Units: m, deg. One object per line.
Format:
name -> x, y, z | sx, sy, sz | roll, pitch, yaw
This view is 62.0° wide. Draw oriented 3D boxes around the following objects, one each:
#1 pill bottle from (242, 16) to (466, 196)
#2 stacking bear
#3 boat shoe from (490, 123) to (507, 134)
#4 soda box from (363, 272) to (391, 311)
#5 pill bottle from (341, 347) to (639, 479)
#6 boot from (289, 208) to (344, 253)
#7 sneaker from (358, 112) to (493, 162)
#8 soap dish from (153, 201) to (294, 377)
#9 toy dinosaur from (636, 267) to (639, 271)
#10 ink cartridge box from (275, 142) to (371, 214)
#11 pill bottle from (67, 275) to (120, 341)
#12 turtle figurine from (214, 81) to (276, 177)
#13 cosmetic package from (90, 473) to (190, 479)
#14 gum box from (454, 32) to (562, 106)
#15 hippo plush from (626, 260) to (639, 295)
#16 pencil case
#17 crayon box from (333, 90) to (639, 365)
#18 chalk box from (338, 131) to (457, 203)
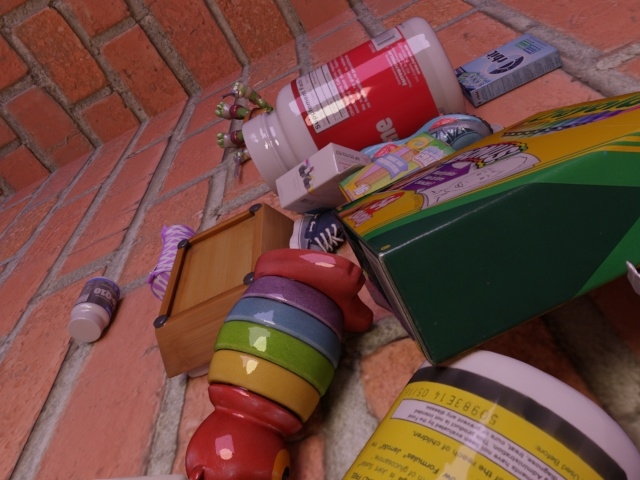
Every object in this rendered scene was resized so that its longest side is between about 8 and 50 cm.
pill bottle -> 0.060, -0.250, 1.073 | 0.408, 0.229, 0.229 | -25, 31, 12
stacking bear -> -0.061, 0.170, 0.643 | 0.164, 0.175, 0.288 | 12, 59, 20
boat shoe -> 0.324, -0.172, 0.911 | 0.125, 0.038, 0.046 | 31, 108, 63
soda box -> 0.132, 0.073, 0.698 | 0.058, 0.063, 0.183 | -40, 30, -16
pill bottle -> 0.070, 0.254, 0.365 | 0.188, 0.187, 0.334 | 9, 49, 48
boot -> 0.000, 0.000, 0.915 | 0.086, 0.069, 0.190 | -21, 28, 10
sneaker -> 0.181, -0.126, 0.940 | 0.262, 0.104, 0.125 | -20, 47, 29
soap dish -> -0.152, 0.070, 0.904 | 0.229, 0.118, 0.290 | -24, 32, 12
toy dinosaur -> 0.393, -0.009, 0.522 | 0.314, 0.121, 0.160 | -16, 27, 19
ink cartridge box -> 0.022, -0.110, 0.927 | 0.181, 0.104, 0.061 | -27, 67, 38
pill bottle -> -0.478, 0.145, 1.125 | 0.078, 0.078, 0.137 | -25, 31, 11
turtle figurine -> -0.237, -0.328, 1.489 | 0.275, 0.197, 0.266 | -42, 28, -25
cosmetic package -> -0.178, 0.376, 0.449 | 0.129, 0.153, 0.296 | -15, 35, 23
gum box -> 0.387, -0.365, 1.134 | 0.185, 0.041, 0.157 | -24, 31, 10
hippo plush -> 0.366, 0.113, 0.331 | 0.237, 0.234, 0.294 | -10, 54, -19
pencil case -> -0.304, 0.044, 1.106 | 0.086, 0.088, 0.206 | -62, 19, 22
crayon box -> 0.188, -0.042, 0.556 | 0.313, 0.106, 0.363 | -27, 9, 0
chalk box -> 0.160, -0.071, 0.818 | 0.213, 0.132, 0.132 | -30, 30, 0
